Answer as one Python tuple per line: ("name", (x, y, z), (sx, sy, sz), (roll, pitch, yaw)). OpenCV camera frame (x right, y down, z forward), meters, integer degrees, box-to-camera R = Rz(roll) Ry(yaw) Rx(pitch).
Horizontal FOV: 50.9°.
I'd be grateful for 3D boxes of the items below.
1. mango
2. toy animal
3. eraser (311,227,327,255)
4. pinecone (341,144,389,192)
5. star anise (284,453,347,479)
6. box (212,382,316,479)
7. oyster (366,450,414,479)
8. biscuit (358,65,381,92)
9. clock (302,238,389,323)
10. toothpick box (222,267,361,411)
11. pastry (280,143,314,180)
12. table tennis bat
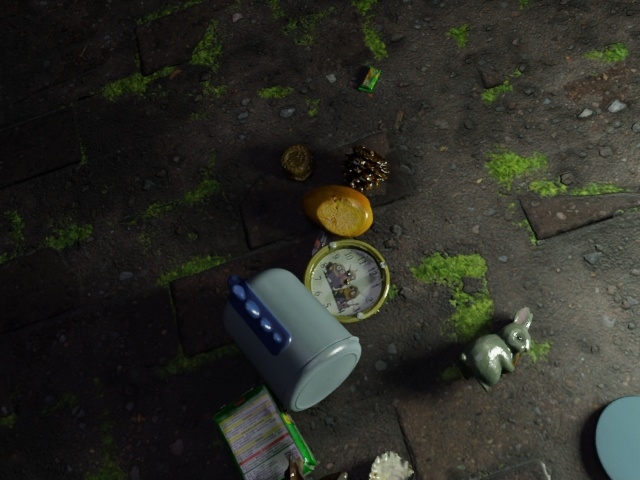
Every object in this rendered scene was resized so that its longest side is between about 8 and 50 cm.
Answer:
("mango", (0.045, -0.084, 1.869), (0.217, 0.102, 0.141), (17, 90, 19))
("toy animal", (0.441, 0.254, 1.622), (0.236, 0.138, 0.108), (-41, 31, -4))
("eraser", (0.000, 0.000, 1.883), (0.027, 0.019, 0.099), (11, 70, 16))
("pinecone", (0.123, -0.198, 1.892), (0.140, 0.140, 0.121), (45, 113, 25))
("star anise", (-0.047, 0.649, 1.514), (0.315, 0.108, 0.315), (2, 82, -12))
("box", (-0.142, 0.495, 1.647), (0.180, 0.103, 0.250), (-31, 66, -2))
("oyster", (0.161, 0.570, 1.580), (0.121, 0.045, 0.146), (-12, 57, 10))
("biscuit", (0.155, -0.497, 2.074), (0.046, 0.016, 0.089), (20, 72, 20))
("clock", (0.070, 0.113, 1.798), (0.237, 0.057, 0.237), (-4, 68, 9))
("toothpick box", (-0.098, 0.219, 1.673), (0.263, 0.263, 0.355), (-41, 64, -8))
("pastry", (-0.067, -0.230, 1.978), (0.097, 0.057, 0.109), (-13, 63, 7))
("table tennis bat", (0.743, 0.506, 1.493), (0.215, 0.044, 0.329), (-18, 62, 2))
